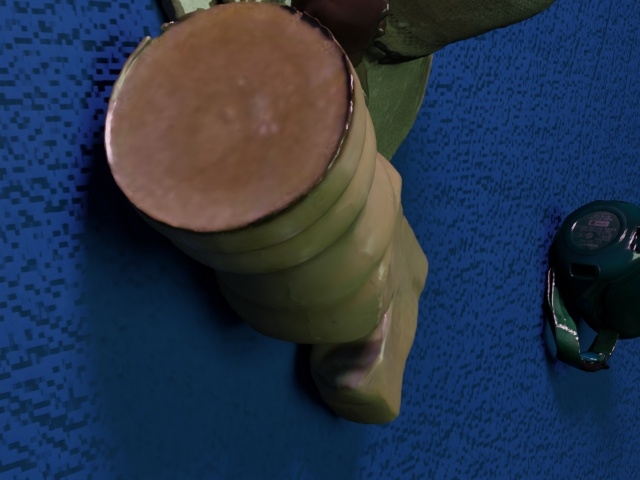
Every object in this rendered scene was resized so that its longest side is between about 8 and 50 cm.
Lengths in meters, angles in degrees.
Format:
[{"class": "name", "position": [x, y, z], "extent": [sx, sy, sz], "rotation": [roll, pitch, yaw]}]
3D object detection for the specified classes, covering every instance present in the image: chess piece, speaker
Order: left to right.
[{"class": "chess piece", "position": [0.000, 0.000, 0.556], "extent": [0.200, 0.090, 0.090], "rotation": [54, 41, -58]}, {"class": "speaker", "position": [0.159, 0.029, 0.847], "extent": [0.094, 0.060, 0.075], "rotation": [-43, 130, -11]}]

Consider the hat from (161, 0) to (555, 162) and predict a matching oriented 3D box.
[{"class": "hat", "position": [0.043, -0.156, 0.595], "extent": [0.257, 0.130, 0.257], "rotation": [16, 71, -57]}]
